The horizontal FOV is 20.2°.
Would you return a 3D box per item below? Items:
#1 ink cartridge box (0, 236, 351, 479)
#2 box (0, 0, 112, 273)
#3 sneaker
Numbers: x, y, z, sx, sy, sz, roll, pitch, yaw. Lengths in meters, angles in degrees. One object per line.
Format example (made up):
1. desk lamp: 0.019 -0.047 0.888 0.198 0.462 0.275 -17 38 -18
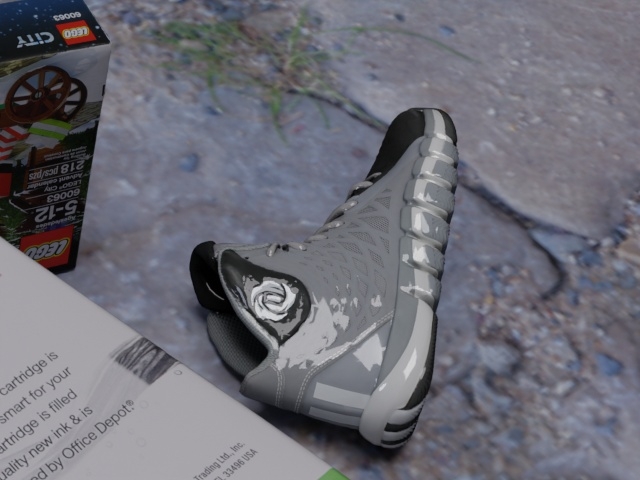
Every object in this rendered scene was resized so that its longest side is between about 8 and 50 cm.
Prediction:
1. ink cartridge box: -0.117 0.140 0.750 0.273 0.115 0.198 32 44 21
2. box: -0.223 -0.029 0.867 0.233 0.159 0.044 -14 51 -28
3. sneaker: 0.000 0.000 0.961 0.132 0.086 0.229 11 45 -2
